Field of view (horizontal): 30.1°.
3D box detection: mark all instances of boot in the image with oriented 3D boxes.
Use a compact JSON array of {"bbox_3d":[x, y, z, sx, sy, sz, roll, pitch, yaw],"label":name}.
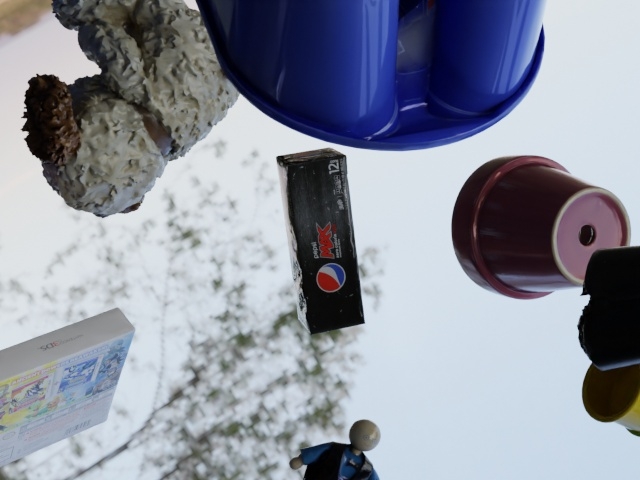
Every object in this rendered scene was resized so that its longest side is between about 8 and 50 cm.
[{"bbox_3d":[0.362,0.109,1.168,0.207,0.246,0.094,-17,156,40],"label":"boot"}]

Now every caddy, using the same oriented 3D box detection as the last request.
[{"bbox_3d":[0.027,-0.215,0.857,0.241,0.179,0.341,-13,-125,-13],"label":"caddy"}]

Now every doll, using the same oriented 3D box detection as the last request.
[{"bbox_3d":[0.017,0.290,1.363,0.189,0.129,0.046,-64,-168,2],"label":"doll"}]

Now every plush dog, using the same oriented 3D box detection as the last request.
[{"bbox_3d":[-0.185,-0.124,1.189,0.211,0.262,0.225,29,-105,28],"label":"plush dog"}]

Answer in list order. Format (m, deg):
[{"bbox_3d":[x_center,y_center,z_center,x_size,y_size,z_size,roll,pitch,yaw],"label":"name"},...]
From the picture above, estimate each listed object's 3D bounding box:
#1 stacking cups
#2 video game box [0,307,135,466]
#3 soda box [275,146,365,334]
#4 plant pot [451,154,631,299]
[{"bbox_3d":[0.452,0.226,1.426,0.096,0.316,0.096,-39,-145,36],"label":"stacking cups"},{"bbox_3d":[-0.330,0.182,1.403,0.205,0.048,0.187,-20,150,-39],"label":"video game box"},{"bbox_3d":[0.000,0.000,1.132,0.060,0.169,0.053,-10,-165,-12],"label":"soda box"},{"bbox_3d":[0.304,-0.012,1.583,0.201,0.201,0.180,-34,-160,-19],"label":"plant pot"}]
